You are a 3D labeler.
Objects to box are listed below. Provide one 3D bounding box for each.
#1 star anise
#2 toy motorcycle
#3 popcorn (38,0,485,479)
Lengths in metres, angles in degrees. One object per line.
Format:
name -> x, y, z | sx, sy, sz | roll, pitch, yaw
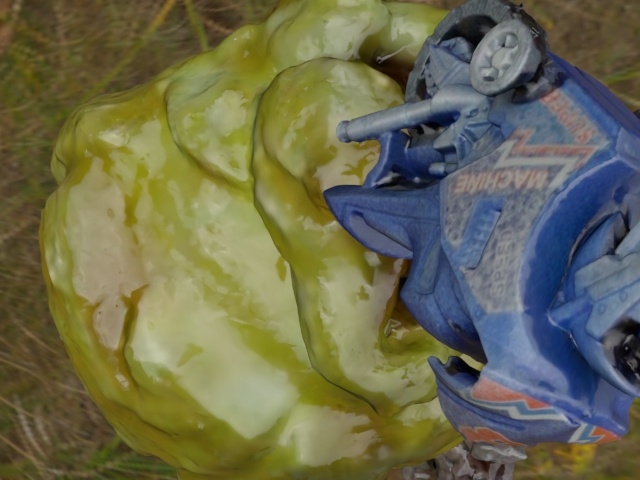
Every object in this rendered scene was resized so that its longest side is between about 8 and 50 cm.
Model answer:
star anise -> 0.126, 0.161, 1.558 | 0.093, 0.236, 0.229 | -14, 71, -24
toy motorcycle -> 0.064, -0.002, 0.536 | 0.076, 0.205, 0.114 | 25, 107, -32
popcorn -> 0.004, 0.003, 0.817 | 0.276, 0.276, 0.225 | -4, 68, -23
